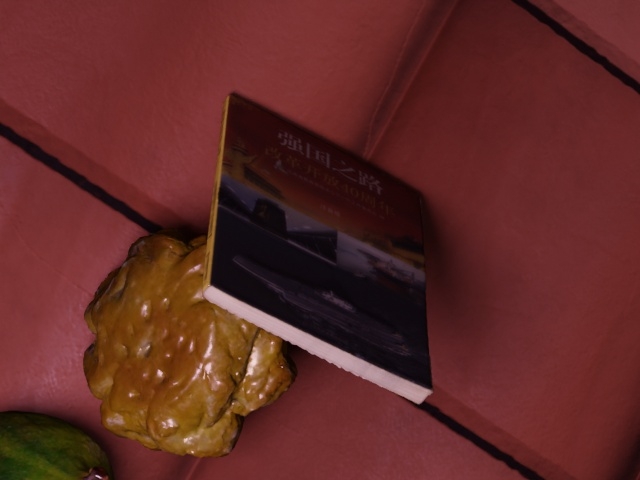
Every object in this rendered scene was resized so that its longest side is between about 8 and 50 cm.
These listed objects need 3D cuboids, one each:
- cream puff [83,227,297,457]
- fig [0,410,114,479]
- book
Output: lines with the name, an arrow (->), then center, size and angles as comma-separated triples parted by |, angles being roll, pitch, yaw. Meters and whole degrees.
cream puff -> -0.140, 0.110, 1.864 | 0.196, 0.244, 0.244 | 29, 73, -28
fig -> -0.288, 0.267, 1.769 | 0.203, 0.235, 0.203 | 3, 82, -26
book -> 0.000, 0.000, 1.899 | 0.263, 0.028, 0.374 | 26, 32, -16
